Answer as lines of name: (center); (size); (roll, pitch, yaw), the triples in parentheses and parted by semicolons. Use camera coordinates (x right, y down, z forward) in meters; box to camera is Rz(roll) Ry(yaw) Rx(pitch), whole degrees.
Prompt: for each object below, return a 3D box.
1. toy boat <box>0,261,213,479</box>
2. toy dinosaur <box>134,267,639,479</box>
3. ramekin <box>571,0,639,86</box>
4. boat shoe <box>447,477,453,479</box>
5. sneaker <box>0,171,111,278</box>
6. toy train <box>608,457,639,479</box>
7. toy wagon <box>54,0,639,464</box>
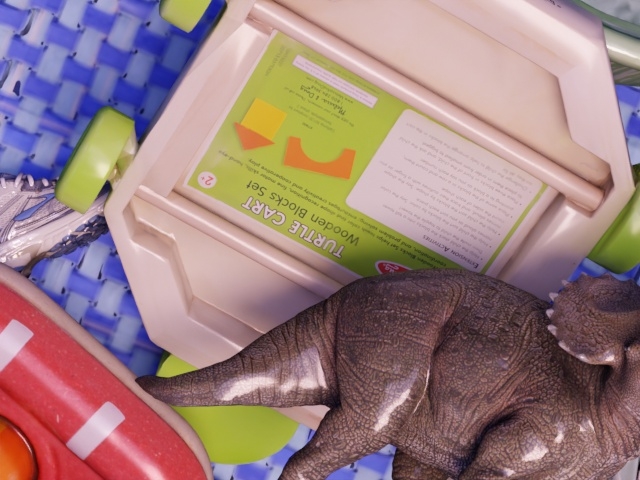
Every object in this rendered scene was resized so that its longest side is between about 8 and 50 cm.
toy boat: (-0.175, 0.116, 0.942); (0.231, 0.151, 0.151); (41, 119, -3)
toy dinosaur: (0.065, 0.075, 0.902); (0.313, 0.121, 0.160); (5, 68, 34)
ramekin: (0.191, -0.227, 1.035); (0.303, 0.148, 0.303); (1, 86, -8)
boat shoe: (0.095, 0.185, 1.041); (0.079, 0.084, 0.233); (30, 72, -43)
sneaker: (-0.155, -0.017, 1.023); (0.135, 0.052, 0.058); (-31, 84, -11)
toy train: (0.190, 0.194, 0.985); (0.142, 0.190, 0.334); (4, 84, 2)
toy wagon: (0.000, 0.000, 0.975); (0.267, 0.068, 0.344); (29, 118, -10)
